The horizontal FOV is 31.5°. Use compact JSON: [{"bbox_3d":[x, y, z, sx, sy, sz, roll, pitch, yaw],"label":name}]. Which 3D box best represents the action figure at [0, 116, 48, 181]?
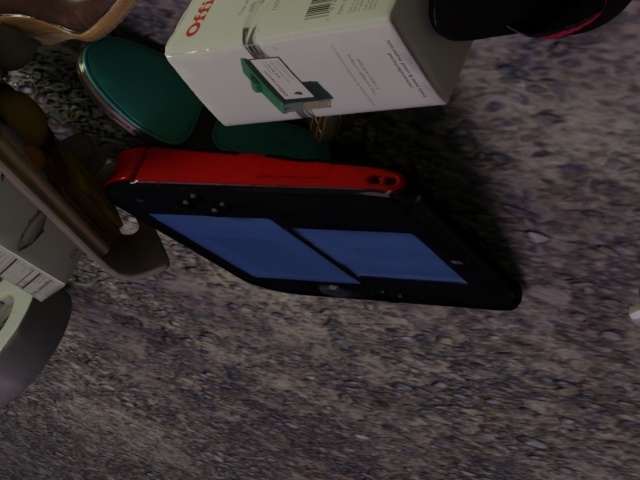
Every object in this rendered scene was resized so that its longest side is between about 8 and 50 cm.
[{"bbox_3d":[-0.452,-0.168,1.270,0.164,0.141,0.276,0,159,40],"label":"action figure"}]

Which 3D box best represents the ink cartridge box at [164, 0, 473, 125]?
[{"bbox_3d":[0.010,-0.181,0.879,0.219,0.160,0.092,-1,143,39],"label":"ink cartridge box"}]

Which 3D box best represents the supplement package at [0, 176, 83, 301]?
[{"bbox_3d":[-0.410,-0.015,1.524,0.179,0.105,0.105,34,150,-18],"label":"supplement package"}]

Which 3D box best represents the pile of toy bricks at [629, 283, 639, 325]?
[{"bbox_3d":[0.411,0.103,1.137,0.105,0.118,0.212,-30,106,32],"label":"pile of toy bricks"}]

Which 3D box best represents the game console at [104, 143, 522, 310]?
[{"bbox_3d":[0.000,0.000,1.186,0.342,0.060,0.386,8,166,28],"label":"game console"}]

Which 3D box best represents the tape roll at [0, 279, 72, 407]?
[{"bbox_3d":[-0.478,0.149,1.731,0.072,0.219,0.219,41,147,-28],"label":"tape roll"}]

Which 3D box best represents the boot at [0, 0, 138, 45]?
[{"bbox_3d":[-0.272,-0.267,1.012,0.207,0.090,0.248,39,152,-29],"label":"boot"}]

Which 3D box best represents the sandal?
[{"bbox_3d":[0.161,-0.169,0.797,0.040,0.179,0.067,40,139,54],"label":"sandal"}]

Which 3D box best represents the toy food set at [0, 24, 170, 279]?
[{"bbox_3d":[-0.274,-0.113,1.198,0.306,0.092,0.220,52,-177,-44],"label":"toy food set"}]

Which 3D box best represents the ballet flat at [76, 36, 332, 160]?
[{"bbox_3d":[-0.124,-0.111,1.168,0.280,0.095,0.096,27,159,-6],"label":"ballet flat"}]

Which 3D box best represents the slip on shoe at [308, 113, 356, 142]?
[{"bbox_3d":[0.021,-0.142,1.064,0.041,0.051,0.135,-12,147,-18],"label":"slip on shoe"}]
